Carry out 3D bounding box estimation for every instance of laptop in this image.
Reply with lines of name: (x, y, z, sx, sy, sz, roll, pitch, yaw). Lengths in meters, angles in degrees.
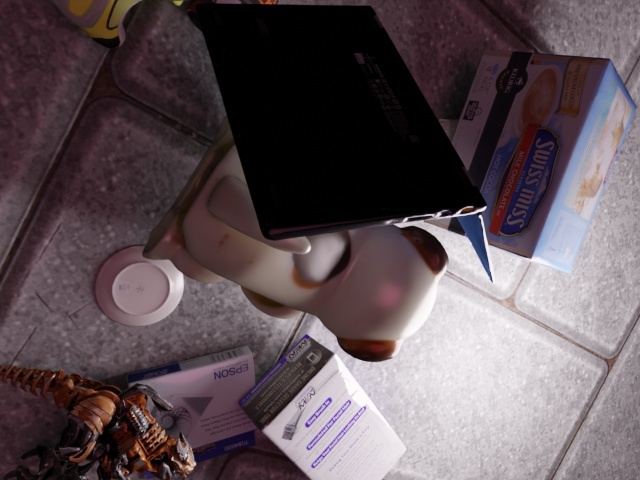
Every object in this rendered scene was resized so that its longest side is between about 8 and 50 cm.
laptop: (0.055, -0.123, 0.736, 0.407, 0.382, 0.236, -8, 148, -20)

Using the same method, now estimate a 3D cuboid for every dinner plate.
dinner plate: (-0.298, 0.079, 0.851, 0.141, 0.017, 0.141, -6, 105, -22)

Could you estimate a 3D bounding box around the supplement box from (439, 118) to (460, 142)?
supplement box: (0.270, -0.195, 1.031, 0.062, 0.036, 0.099, -5, 108, -24)

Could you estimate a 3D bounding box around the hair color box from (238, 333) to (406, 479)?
hair color box: (0.015, 0.367, 1.002, 0.185, 0.110, 0.339, -43, 124, -17)

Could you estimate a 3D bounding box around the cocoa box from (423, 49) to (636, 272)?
cocoa box: (0.395, -0.143, 0.964, 0.231, 0.227, 0.348, 13, 99, -47)

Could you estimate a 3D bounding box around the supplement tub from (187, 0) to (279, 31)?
supplement tub: (-0.106, -0.389, 0.763, 0.106, 0.106, 0.198, 32, 89, -28)

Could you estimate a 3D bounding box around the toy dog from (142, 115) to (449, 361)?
toy dog: (0.000, 0.000, 0.771, 0.407, 0.395, 0.285, 32, 77, -22)

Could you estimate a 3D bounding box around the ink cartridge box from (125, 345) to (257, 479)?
ink cartridge box: (-0.224, 0.324, 0.935, 0.223, 0.045, 0.224, -10, 108, -23)

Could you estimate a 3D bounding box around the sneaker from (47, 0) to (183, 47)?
sneaker: (-0.201, -0.421, 0.705, 0.384, 0.145, 0.147, -36, 124, -1)

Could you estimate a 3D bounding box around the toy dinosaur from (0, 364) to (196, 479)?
toy dinosaur: (-0.363, 0.305, 0.817, 0.321, 0.164, 0.218, 35, 84, 14)
